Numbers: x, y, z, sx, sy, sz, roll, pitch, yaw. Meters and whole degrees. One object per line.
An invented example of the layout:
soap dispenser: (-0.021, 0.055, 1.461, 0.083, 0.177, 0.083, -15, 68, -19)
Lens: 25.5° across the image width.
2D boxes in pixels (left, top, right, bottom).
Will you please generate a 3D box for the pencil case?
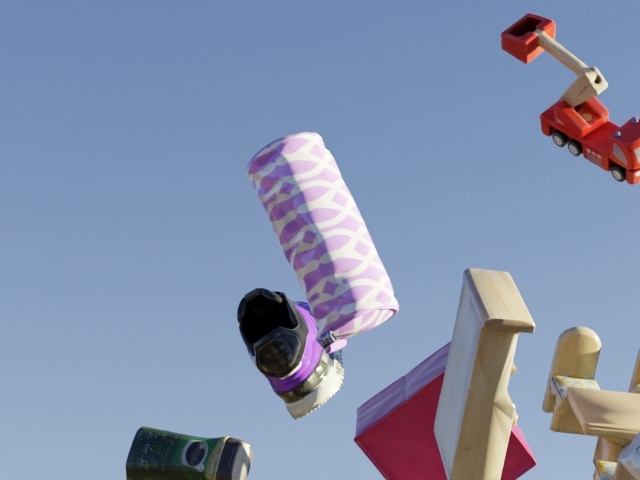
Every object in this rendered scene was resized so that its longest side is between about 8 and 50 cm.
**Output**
pencil case: (0.000, 0.000, 1.327, 0.086, 0.206, 0.088, -10, -20, -34)

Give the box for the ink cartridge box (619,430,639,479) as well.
ink cartridge box: (0.406, 0.115, 1.107, 0.296, 0.066, 0.261, 21, -70, -43)

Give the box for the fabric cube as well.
fabric cube: (0.237, 0.384, 2.761, 0.259, 0.254, 0.258, -37, 3, 5)

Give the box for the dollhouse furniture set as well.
dollhouse furniture set: (0.379, 0.205, 1.949, 0.394, 0.256, 0.362, 6, 21, -6)

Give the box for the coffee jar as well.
coffee jar: (-0.198, 0.343, 2.167, 0.185, 0.096, 0.079, 5, -38, 15)

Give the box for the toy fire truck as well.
toy fire truck: (0.284, -0.155, 1.546, 0.192, 0.047, 0.135, 37, -25, 37)

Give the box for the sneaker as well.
sneaker: (-0.048, 0.114, 1.877, 0.102, 0.146, 0.293, -38, 15, 5)
